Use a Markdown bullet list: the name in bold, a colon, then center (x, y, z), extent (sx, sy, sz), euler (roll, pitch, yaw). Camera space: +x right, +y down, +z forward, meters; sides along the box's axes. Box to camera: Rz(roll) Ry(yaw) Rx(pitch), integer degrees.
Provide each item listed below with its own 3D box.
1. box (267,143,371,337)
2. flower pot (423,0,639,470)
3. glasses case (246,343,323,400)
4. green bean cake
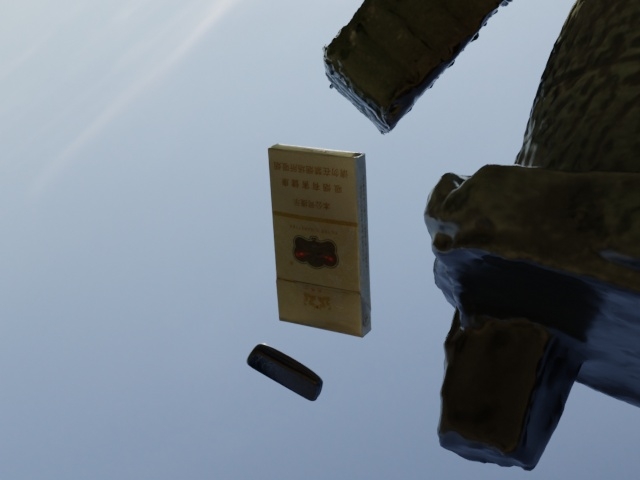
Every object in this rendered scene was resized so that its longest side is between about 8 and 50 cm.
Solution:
- **box**: center (0.000, 0.000, 0.896), extent (0.090, 0.166, 0.024), euler (9, -157, 29)
- **flower pot**: center (0.196, 0.004, 0.548), extent (0.299, 0.299, 0.282), euler (6, -110, 48)
- **glasses case**: center (-0.034, 0.131, 1.031), extent (0.023, 0.083, 0.033), euler (-58, 175, -48)
- **green bean cake**: center (0.083, -0.185, 0.873), extent (0.173, 0.094, 0.181), euler (-48, 180, 4)
